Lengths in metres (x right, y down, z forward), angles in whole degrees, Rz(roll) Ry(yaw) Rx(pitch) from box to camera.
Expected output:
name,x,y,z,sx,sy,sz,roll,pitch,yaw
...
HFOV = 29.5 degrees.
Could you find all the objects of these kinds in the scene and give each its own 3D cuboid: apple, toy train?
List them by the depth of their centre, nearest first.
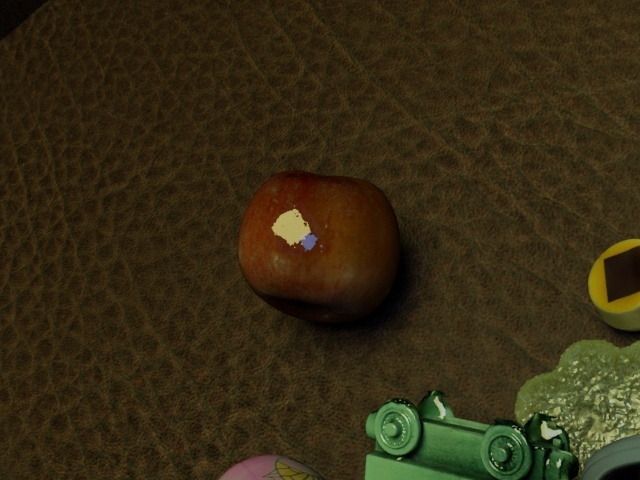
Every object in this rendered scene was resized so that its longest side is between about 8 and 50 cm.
name,x,y,z,sx,sy,sz,roll,pitch,yaw
toy train,0.179,0.302,1.523,0.301,0.120,0.202,8,97,37
apple,0.000,0.000,1.819,0.253,0.253,0.253,-18,49,22

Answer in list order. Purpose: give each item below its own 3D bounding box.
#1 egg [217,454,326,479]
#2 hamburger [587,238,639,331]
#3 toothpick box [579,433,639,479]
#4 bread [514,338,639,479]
name,x,y,z,sx,sy,sz,roll,pitch,yaw
egg,-0.048,0.396,1.591,0.196,0.196,0.271,-42,42,-1
hamburger,0.429,0.060,1.619,0.141,0.081,0.126,-37,42,22
toothpick box,0.375,0.412,1.265,0.263,0.263,0.355,-7,46,29
bread,0.360,0.216,1.565,0.286,0.056,0.207,-25,49,14
